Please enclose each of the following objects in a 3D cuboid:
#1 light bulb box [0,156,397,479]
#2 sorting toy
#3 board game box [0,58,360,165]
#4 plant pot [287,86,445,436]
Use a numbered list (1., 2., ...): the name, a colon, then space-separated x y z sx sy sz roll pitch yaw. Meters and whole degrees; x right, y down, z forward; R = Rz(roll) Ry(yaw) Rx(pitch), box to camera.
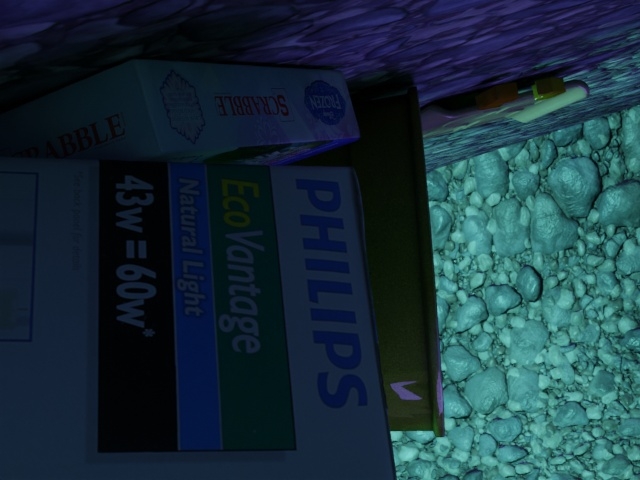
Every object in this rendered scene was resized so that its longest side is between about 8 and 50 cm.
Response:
1. light bulb box: -0.171 0.132 0.782 0.361 0.225 0.358 1 147 -12
2. sorting toy: 0.233 -0.185 1.568 0.229 0.041 0.307 -11 178 -18
3. board game box: -0.173 -0.056 0.916 0.318 0.066 0.318 -17 179 26
4. plant pot: -0.058 0.037 1.253 0.353 0.366 0.366 -5 180 4
